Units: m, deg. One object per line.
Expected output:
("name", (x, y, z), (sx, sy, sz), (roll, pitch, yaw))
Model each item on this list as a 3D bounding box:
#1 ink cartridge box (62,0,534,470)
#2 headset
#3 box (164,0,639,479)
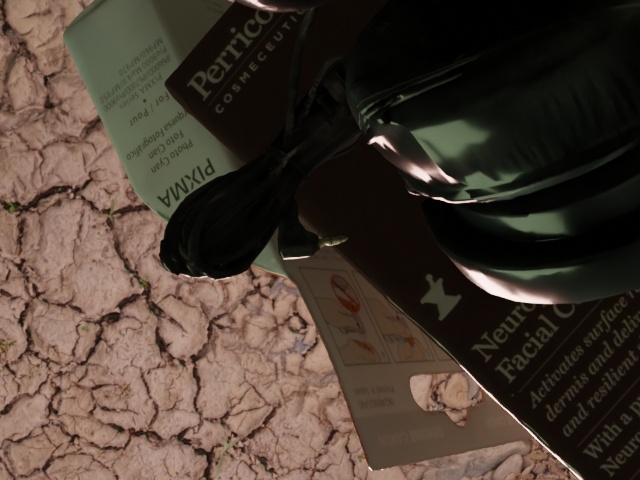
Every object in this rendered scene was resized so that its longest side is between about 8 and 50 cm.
("ink cartridge box", (0.000, 0.000, 0.980), (0.308, 0.091, 0.385), (6, -125, -60))
("headset", (0.015, -0.073, 0.376), (0.243, 0.185, 0.394), (46, 172, 1))
("box", (0.114, -0.029, 0.716), (0.381, 0.191, 0.143), (43, -175, 28))
